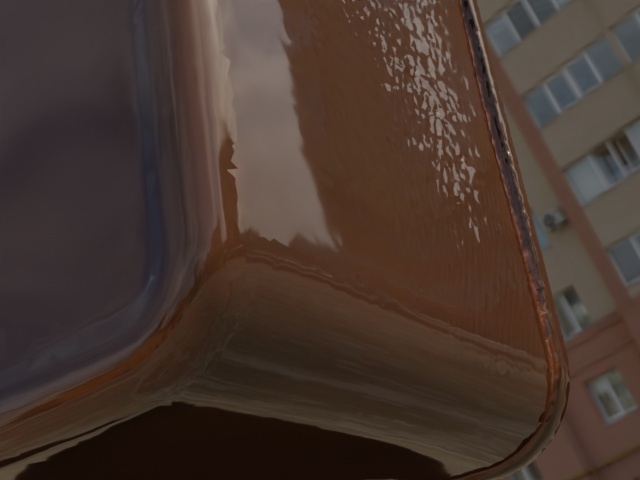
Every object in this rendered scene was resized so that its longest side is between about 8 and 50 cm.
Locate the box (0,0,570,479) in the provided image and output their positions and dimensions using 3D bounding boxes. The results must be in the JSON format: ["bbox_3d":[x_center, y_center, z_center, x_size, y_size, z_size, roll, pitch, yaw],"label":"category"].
[{"bbox_3d":[-0.067,-0.045,0.485,0.239,0.340,0.229,-25,-28,31],"label":"box"}]
